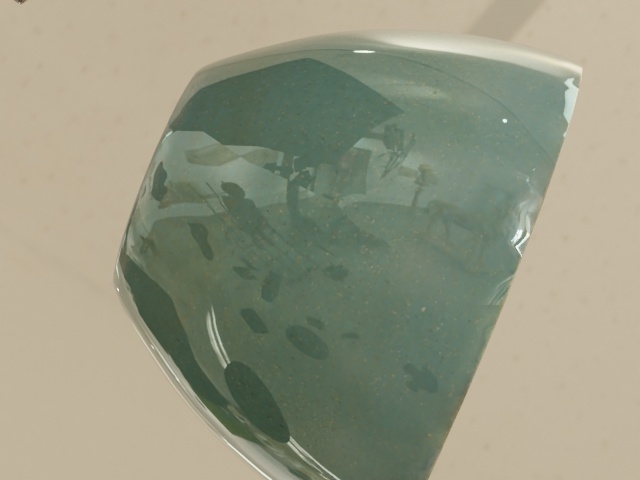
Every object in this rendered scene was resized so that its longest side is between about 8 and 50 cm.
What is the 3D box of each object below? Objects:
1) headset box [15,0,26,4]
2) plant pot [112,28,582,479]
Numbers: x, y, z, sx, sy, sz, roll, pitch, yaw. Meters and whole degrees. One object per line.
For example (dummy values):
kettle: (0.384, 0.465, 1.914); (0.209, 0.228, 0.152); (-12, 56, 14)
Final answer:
headset box: (-0.109, -0.284, 1.012); (0.110, 0.218, 0.293); (37, -26, -1)
plant pot: (0.000, 0.000, 1.108); (0.195, 0.290, 0.290); (22, -45, 1)
